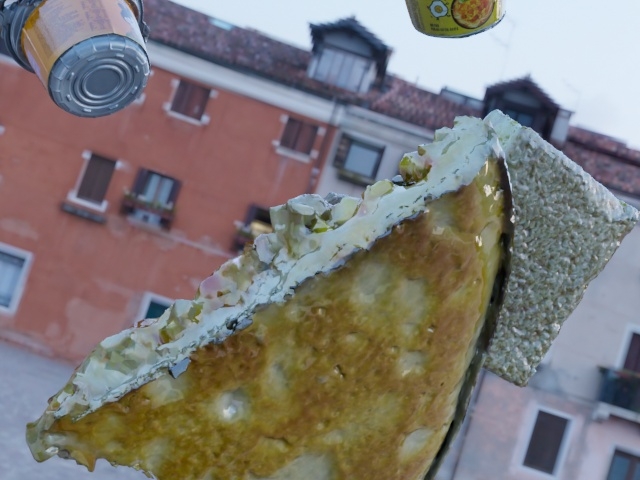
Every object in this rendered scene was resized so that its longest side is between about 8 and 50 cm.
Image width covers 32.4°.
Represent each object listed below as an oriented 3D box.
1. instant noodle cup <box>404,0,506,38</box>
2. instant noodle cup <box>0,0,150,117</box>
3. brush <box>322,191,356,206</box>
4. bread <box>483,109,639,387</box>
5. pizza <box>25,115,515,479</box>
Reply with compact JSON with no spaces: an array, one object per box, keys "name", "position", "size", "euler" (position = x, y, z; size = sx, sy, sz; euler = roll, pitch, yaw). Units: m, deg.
[{"name":"instant noodle cup","position":[0.188,-0.382,1.569],"size":[0.182,0.182,0.144],"euler":[14,-46,32]},{"name":"instant noodle cup","position":[-0.287,-0.234,1.363],"size":[0.208,0.177,0.125],"euler":[-5,49,-32]},{"name":"brush","position":[0.000,0.000,1.463],"size":[0.103,0.013,0.272],"euler":[12,-26,-22]},{"name":"bread","position":[0.191,0.009,1.154],"size":[0.184,0.234,0.110],"euler":[32,5,-20]},{"name":"pizza","position":[-0.041,0.094,0.920],"size":[0.406,0.440,0.130],"euler":[-3,33,-23]}]
